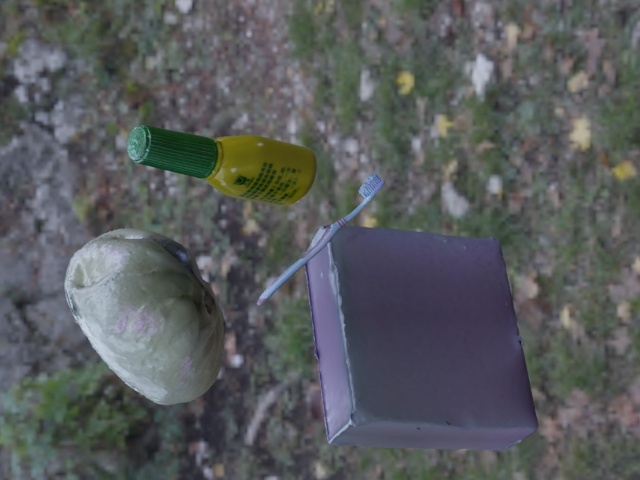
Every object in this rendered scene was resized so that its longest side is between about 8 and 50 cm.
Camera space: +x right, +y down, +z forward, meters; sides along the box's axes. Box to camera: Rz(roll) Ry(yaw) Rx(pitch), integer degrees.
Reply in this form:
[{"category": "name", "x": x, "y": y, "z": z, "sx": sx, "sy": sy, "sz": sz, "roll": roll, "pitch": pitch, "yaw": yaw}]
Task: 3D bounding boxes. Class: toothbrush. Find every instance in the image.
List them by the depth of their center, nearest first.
[{"category": "toothbrush", "x": 0.000, "y": 0.000, "z": 1.278, "sx": 0.019, "sy": 0.193, "sz": 0.013, "roll": 47, "pitch": 169, "yaw": -17}]

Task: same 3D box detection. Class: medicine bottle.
[{"category": "medicine bottle", "x": -0.120, "y": -0.097, "z": 1.487, "sx": 0.095, "sy": 0.260, "sz": 0.064, "roll": -50, "pitch": 50, "yaw": 30}]

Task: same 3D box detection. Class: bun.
[{"category": "bun", "x": -0.219, "y": 0.096, "z": 1.608, "sx": 0.273, "sy": 0.168, "sz": 0.273, "roll": 53, "pitch": -173, "yaw": -9}]

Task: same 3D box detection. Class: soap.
[{"category": "soap", "x": 0.132, "y": 0.130, "z": 1.613, "sx": 0.107, "sy": 0.285, "sz": 0.296, "roll": 131, "pitch": 140, "yaw": -51}]
